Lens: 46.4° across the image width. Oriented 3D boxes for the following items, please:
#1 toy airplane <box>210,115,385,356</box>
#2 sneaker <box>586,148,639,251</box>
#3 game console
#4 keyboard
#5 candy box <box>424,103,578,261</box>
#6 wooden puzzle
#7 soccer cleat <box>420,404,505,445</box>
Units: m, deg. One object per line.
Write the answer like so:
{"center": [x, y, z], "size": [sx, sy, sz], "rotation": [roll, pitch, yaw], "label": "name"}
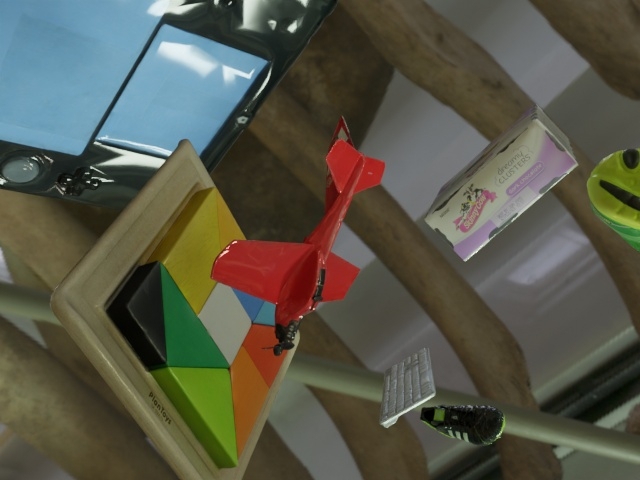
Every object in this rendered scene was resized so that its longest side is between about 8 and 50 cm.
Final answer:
{"center": [0.000, 0.000, 0.452], "size": [0.028, 0.151, 0.151], "rotation": [20, -95, 32], "label": "toy airplane"}
{"center": [0.422, -0.006, 0.784], "size": [0.295, 0.123, 0.109], "rotation": [31, -92, 12], "label": "sneaker"}
{"center": [-0.212, -0.174, 0.779], "size": [0.386, 0.342, 0.060], "rotation": [-46, -135, 35], "label": "game console"}
{"center": [0.110, 0.179, 0.950], "size": [0.072, 0.014, 0.256], "rotation": [-37, 179, 7], "label": "keyboard"}
{"center": [0.217, -0.075, 0.894], "size": [0.165, 0.070, 0.196], "rotation": [-43, -179, 22], "label": "candy box"}
{"center": [-0.086, 0.061, 0.581], "size": [0.044, 0.221, 0.239], "rotation": [-16, -151, 22], "label": "wooden puzzle"}
{"center": [0.218, 0.282, 1.160], "size": [0.179, 0.072, 0.060], "rotation": [-29, -137, 65], "label": "soccer cleat"}
